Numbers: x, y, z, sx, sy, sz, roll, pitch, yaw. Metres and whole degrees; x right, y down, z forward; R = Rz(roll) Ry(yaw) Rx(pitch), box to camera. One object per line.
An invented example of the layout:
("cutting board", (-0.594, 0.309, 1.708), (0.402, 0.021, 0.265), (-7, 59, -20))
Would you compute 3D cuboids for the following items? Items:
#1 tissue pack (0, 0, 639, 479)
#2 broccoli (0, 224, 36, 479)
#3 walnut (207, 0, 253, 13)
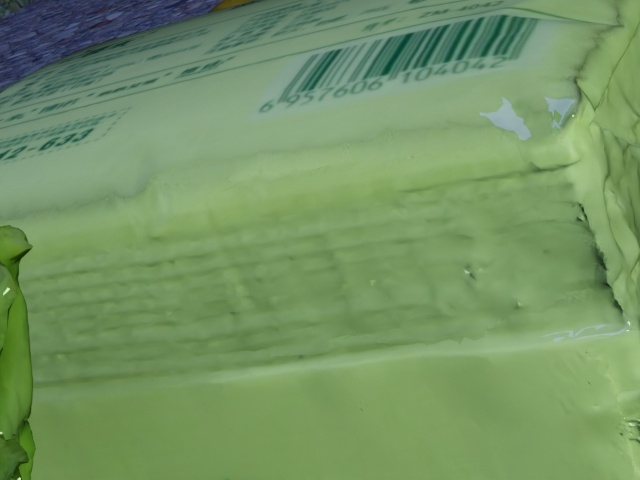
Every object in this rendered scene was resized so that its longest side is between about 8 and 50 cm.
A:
("tissue pack", (0.000, 0.000, 0.656), (0.380, 0.207, 0.297), (-9, 23, 30))
("broccoli", (-0.180, 0.175, 0.422), (0.302, 0.186, 0.254), (-25, -20, -17))
("walnut", (0.017, -0.086, 0.923), (0.221, 0.195, 0.195), (-18, 19, 0))
